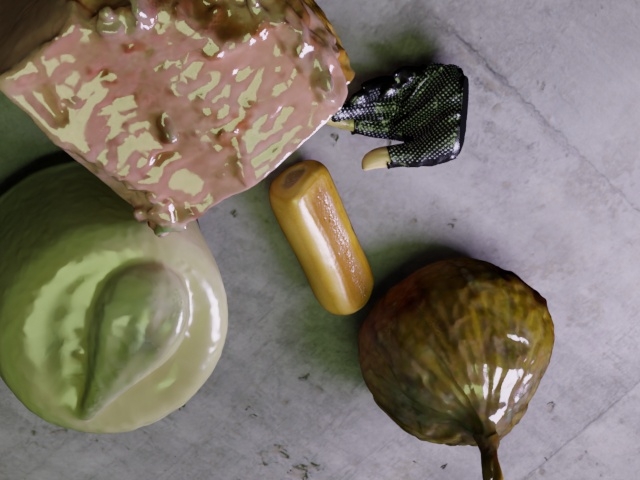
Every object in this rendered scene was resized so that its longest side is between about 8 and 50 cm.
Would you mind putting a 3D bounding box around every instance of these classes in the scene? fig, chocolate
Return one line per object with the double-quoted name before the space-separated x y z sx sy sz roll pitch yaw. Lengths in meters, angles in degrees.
"fig" 0.209 0.215 1.727 0.286 0.368 0.286 -7 135 -7
"chocolate" -0.265 0.092 1.510 0.314 0.297 0.326 -14 127 -15

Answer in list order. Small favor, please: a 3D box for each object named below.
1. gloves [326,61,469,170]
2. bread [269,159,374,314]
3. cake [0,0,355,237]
"gloves" 0.094 -0.163 1.595 0.181 0.106 0.129 6 126 13
"bread" 0.000 0.000 1.679 0.092 0.074 0.239 -52 136 -30
"cake" -0.165 -0.216 1.341 0.307 0.293 0.314 -37 121 7
